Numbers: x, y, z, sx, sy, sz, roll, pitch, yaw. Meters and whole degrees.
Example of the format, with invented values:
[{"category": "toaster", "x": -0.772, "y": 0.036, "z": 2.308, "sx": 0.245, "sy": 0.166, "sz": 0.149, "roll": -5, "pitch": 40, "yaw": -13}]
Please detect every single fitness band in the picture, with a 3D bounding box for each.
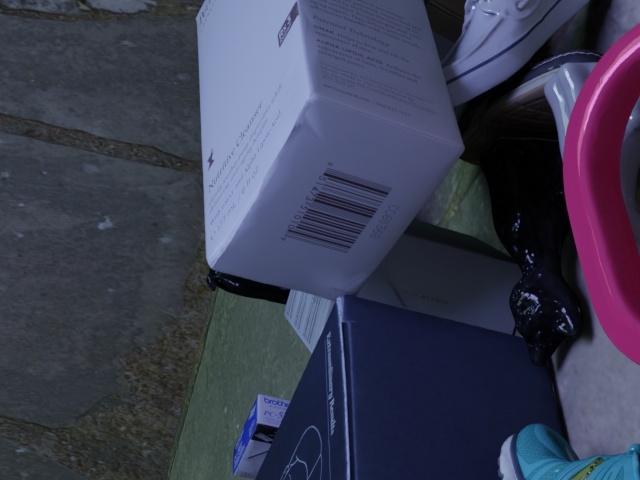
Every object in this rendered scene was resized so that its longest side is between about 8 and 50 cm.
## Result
[{"category": "fitness band", "x": 0.261, "y": -0.043, "z": 0.893, "sx": 0.209, "sy": 0.054, "sz": 0.290, "roll": -51, "pitch": 35, "yaw": 45}]

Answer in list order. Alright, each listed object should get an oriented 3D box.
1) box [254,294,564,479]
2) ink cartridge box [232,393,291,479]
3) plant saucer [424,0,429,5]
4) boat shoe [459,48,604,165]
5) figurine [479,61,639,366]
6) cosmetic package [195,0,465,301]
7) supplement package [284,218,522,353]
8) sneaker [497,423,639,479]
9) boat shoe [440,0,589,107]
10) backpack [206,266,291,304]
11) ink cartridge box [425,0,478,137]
[{"category": "box", "x": 0.055, "y": 0.302, "z": 1.162, "sx": 0.293, "sy": 0.212, "sz": 0.395, "roll": -91, "pitch": 18, "yaw": -50}, {"category": "ink cartridge box", "x": 0.014, "y": 0.238, "z": 1.410, "sx": 0.046, "sy": 0.207, "sz": 0.097, "roll": -90, "pitch": 19, "yaw": -48}, {"category": "plant saucer", "x": 0.094, "y": -0.337, "z": 1.365, "sx": 0.188, "sy": 0.045, "sz": 0.188, "roll": 130, "pitch": 145, "yaw": -65}, {"category": "boat shoe", "x": 0.206, "y": -0.143, "z": 1.243, "sx": 0.285, "sy": 0.103, "sz": 0.092, "roll": 131, "pitch": 146, "yaw": -75}, {"category": "figurine", "x": 0.224, "y": -0.021, "z": 1.097, "sx": 0.215, "sy": 0.092, "sz": 0.209, "roll": 127, "pitch": 146, "yaw": -58}, {"category": "cosmetic package", "x": -0.008, "y": -0.157, "z": 1.202, "sx": 0.217, "sy": 0.156, "sz": 0.385, "roll": -56, "pitch": 29, "yaw": 34}, {"category": "supplement package", "x": 0.084, "y": 0.056, "z": 1.335, "sx": 0.203, "sy": 0.194, "sz": 0.149, "roll": -138, "pitch": 63, "yaw": -76}, {"category": "sneaker", "x": 0.217, "y": 0.195, "z": 0.902, "sx": 0.110, "sy": 0.107, "sz": 0.275, "roll": -55, "pitch": 20, "yaw": 4}, {"category": "boat shoe", "x": 0.174, "y": -0.218, "z": 1.198, "sx": 0.258, "sy": 0.084, "sz": 0.095, "roll": -44, "pitch": 17, "yaw": -30}, {"category": "backpack", "x": 0.000, "y": 0.000, "z": 1.637, "sx": 0.225, "sy": 0.254, "sz": 0.191, "roll": 129, "pitch": 157, "yaw": -69}, {"category": "ink cartridge box", "x": 0.147, "y": -0.186, "z": 1.410, "sx": 0.193, "sy": 0.088, "sz": 0.234, "roll": -50, "pitch": -12, "yaw": -49}]
